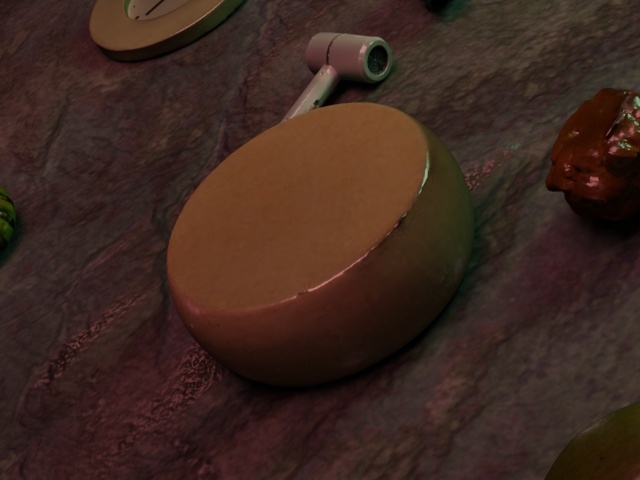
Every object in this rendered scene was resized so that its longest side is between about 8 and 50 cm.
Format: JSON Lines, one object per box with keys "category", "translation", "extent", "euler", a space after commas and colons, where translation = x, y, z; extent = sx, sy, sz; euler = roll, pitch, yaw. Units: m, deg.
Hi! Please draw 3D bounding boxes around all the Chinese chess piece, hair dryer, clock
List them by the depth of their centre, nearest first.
{"category": "Chinese chess piece", "translation": [0.000, 0.000, 1.316], "extent": [0.273, 0.102, 0.273], "euler": [-21, 38, 17]}
{"category": "hair dryer", "translation": [0.004, -0.149, 1.548], "extent": [0.082, 0.047, 0.137], "euler": [15, 61, 45]}
{"category": "clock", "translation": [-0.173, -0.300, 1.877], "extent": [0.235, 0.029, 0.235], "euler": [-21, 39, 18]}

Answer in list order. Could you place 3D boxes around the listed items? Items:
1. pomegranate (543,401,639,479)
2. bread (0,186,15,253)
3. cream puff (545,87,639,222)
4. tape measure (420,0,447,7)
{"category": "pomegranate", "translation": [0.190, 0.193, 0.897], "extent": [0.209, 0.180, 0.180], "euler": [-52, 28, 23]}
{"category": "bread", "translation": [-0.387, -0.010, 1.648], "extent": [0.139, 0.071, 0.130], "euler": [-38, 40, -9]}
{"category": "cream puff", "translation": [0.241, -0.064, 1.228], "extent": [0.122, 0.094, 0.116], "euler": [-40, 24, 31]}
{"category": "tape measure", "translation": [0.107, -0.283, 1.590], "extent": [0.054, 0.091, 0.094], "euler": [-30, 3, 0]}
